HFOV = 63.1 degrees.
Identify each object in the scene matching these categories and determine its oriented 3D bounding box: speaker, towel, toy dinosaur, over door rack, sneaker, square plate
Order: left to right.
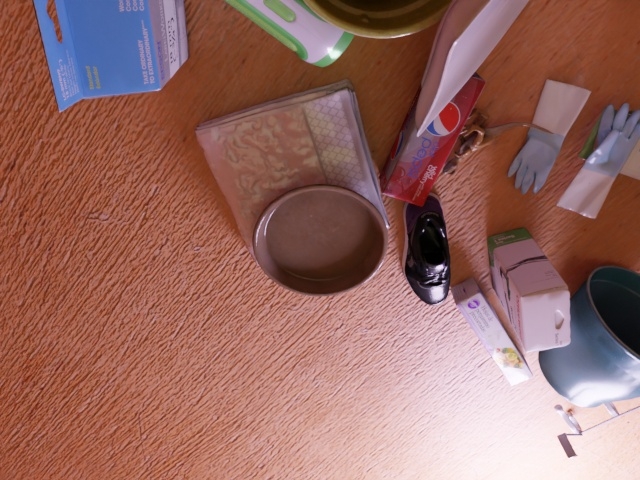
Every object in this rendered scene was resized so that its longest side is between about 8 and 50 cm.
[{"bbox_3d":[-0.082,-0.398,0.806,0.296,0.131,0.131,27,118,-33],"label":"speaker"},{"bbox_3d":[-0.046,-0.121,1.052,0.317,0.053,0.332,-15,120,8],"label":"towel"},{"bbox_3d":[0.229,0.047,1.115,0.107,0.124,0.283,-11,121,7],"label":"sneaker"},{"bbox_3d":[0.322,-0.206,1.011,0.211,0.064,0.112,-27,136,25],"label":"toy dinosaur"},{"bbox_3d":[0.247,-0.335,0.722,0.049,0.344,0.347,39,87,6],"label":"square plate"},{"bbox_3d":[0.710,0.414,1.290,0.239,0.108,0.324,-36,157,20],"label":"over door rack"}]

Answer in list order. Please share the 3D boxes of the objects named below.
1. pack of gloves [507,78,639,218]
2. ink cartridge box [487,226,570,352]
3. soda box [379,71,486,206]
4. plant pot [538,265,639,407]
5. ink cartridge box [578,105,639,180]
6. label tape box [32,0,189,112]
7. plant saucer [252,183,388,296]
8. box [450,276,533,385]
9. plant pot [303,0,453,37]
[{"bbox_3d":[0.484,-0.166,0.999,0.195,0.046,0.232,20,121,11],"label":"pack of gloves"},{"bbox_3d":[0.433,0.101,1.095,0.092,0.219,0.160,-14,120,7],"label":"ink cartridge box"},{"bbox_3d":[0.203,-0.202,0.987,0.092,0.083,0.263,17,120,-10],"label":"soda box"},{"bbox_3d":[0.644,0.242,1.174,0.271,0.272,0.255,15,134,-10],"label":"plant pot"},{"bbox_3d":[0.622,-0.179,1.005,0.209,0.062,0.109,22,121,9],"label":"ink cartridge box"},{"bbox_3d":[-0.281,-0.346,0.745,0.105,0.334,0.241,1,122,-1],"label":"label tape box"},{"bbox_3d":[0.000,0.000,1.074,0.277,0.041,0.278,0,125,0],"label":"plant saucer"},{"bbox_3d":[0.419,0.227,1.263,0.063,0.067,0.324,-31,116,16],"label":"box"},{"bbox_3d":[0.079,-0.451,0.734,0.276,0.254,0.276,-1,121,-1],"label":"plant pot"}]
